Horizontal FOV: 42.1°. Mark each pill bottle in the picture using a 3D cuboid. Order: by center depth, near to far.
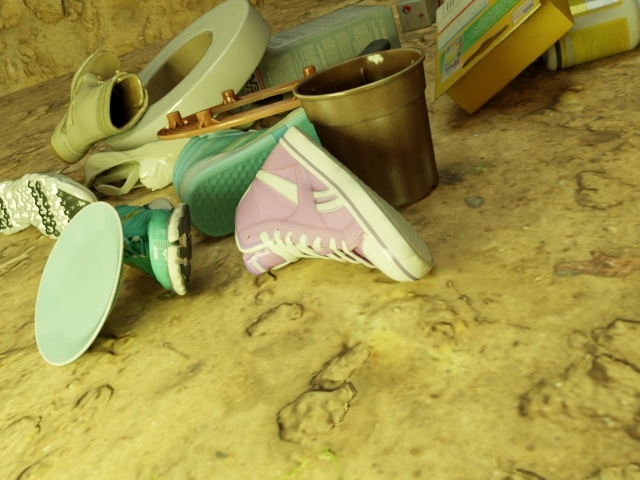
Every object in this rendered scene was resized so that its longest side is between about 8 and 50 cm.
[{"bbox_3d":[0.437,-0.337,1.303,0.184,0.103,0.103,-13,23,10],"label":"pill bottle"}]

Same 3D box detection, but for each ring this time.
[{"bbox_3d":[-0.085,-0.216,1.235,0.336,0.032,0.337,-16,16,5],"label":"ring"}]

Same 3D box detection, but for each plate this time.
[{"bbox_3d":[-0.264,0.049,0.927,0.188,0.024,0.188,-24,56,40],"label":"plate"}]

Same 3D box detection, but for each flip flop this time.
[{"bbox_3d":[-0.081,-0.212,1.456,0.112,0.080,0.277,-29,9,-24],"label":"flip flop"}]

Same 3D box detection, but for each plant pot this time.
[{"bbox_3d":[0.069,-0.133,1.035,0.166,0.165,0.167,-16,22,7],"label":"plant pot"}]

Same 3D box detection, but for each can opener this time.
[{"bbox_3d":[0.064,-0.306,1.549,0.095,0.076,0.283,-8,24,21],"label":"can opener"}]

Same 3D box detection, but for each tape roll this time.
[{"bbox_3d":[-0.261,-0.310,1.612,0.392,0.072,0.392,-33,31,22],"label":"tape roll"}]

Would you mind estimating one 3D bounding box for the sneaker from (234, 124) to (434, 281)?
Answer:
[{"bbox_3d":[0.000,0.000,0.907,0.161,0.102,0.282,-50,40,4],"label":"sneaker"}]

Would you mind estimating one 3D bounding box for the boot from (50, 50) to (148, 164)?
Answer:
[{"bbox_3d":[-0.399,-0.282,1.574,0.203,0.095,0.262,-18,45,42],"label":"boot"}]

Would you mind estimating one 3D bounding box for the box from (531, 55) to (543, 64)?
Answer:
[{"bbox_3d":[0.335,-0.346,1.477,0.190,0.045,0.184,-10,27,18],"label":"box"}]

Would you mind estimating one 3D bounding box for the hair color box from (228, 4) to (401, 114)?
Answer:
[{"bbox_3d":[-0.037,-0.384,1.754,0.374,0.114,0.185,-25,24,-17],"label":"hair color box"}]

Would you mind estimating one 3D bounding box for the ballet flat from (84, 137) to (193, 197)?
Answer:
[{"bbox_3d":[-0.302,-0.115,1.408,0.248,0.086,0.086,-8,25,27],"label":"ballet flat"}]

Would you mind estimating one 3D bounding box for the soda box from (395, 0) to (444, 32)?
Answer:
[{"bbox_3d":[0.246,-0.575,2.032,0.073,0.069,0.216,-8,26,22],"label":"soda box"}]

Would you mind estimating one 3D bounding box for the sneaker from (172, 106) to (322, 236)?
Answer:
[{"bbox_3d":[-0.073,-0.131,1.192,0.318,0.127,0.208,-24,25,-15],"label":"sneaker"}]

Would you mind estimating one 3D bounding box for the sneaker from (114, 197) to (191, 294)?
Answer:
[{"bbox_3d":[-0.217,0.006,0.993,0.109,0.107,0.275,-1,6,-22],"label":"sneaker"}]

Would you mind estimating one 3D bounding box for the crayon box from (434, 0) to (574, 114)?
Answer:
[{"bbox_3d":[0.273,-0.332,1.277,0.203,0.083,0.323,-41,23,33],"label":"crayon box"}]

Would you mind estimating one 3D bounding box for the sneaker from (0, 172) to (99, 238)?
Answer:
[{"bbox_3d":[-0.440,-0.070,1.369,0.292,0.110,0.118,6,24,44],"label":"sneaker"}]
